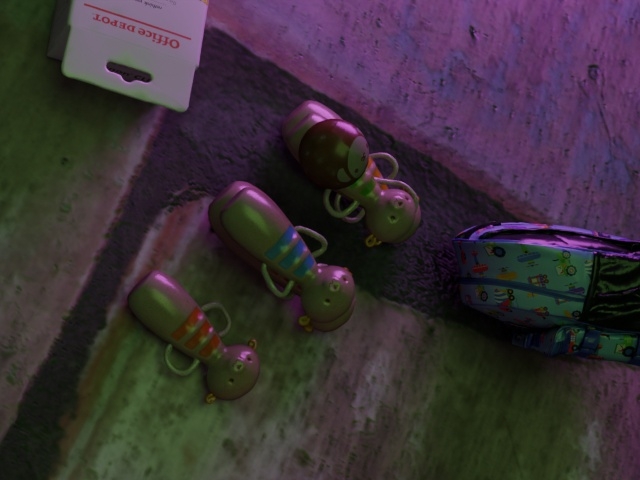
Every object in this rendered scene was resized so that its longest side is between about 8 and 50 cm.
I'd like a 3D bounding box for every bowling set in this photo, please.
[{"bbox_3d":[0.000,0.000,1.156,0.154,0.200,0.287,45,64,-10],"label":"bowling set"}]

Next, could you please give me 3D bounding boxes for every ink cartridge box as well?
[{"bbox_3d":[-0.157,-0.199,1.202,0.115,0.067,0.198,16,67,-22],"label":"ink cartridge box"}]

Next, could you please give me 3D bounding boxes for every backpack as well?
[{"bbox_3d":[0.201,0.042,1.270,0.173,0.158,0.116,7,90,-12],"label":"backpack"}]
